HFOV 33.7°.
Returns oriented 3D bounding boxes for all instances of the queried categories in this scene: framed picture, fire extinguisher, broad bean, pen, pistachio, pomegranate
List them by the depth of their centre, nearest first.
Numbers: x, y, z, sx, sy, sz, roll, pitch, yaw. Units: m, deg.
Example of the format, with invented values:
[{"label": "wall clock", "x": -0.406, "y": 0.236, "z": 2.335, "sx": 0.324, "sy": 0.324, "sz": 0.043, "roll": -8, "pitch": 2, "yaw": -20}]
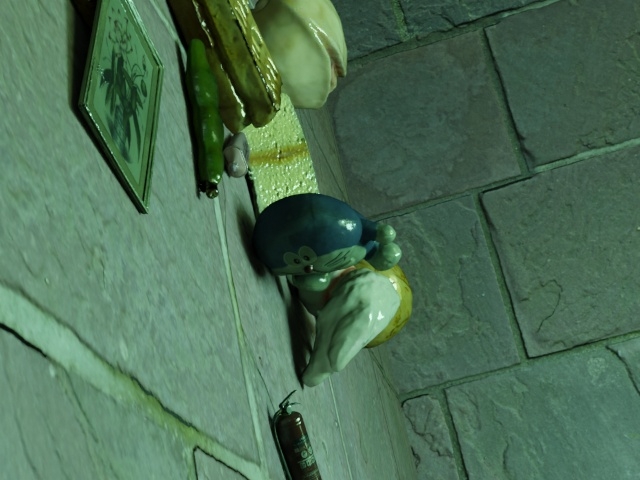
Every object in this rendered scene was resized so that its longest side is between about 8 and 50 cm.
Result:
[{"label": "framed picture", "x": -0.208, "y": -0.167, "z": 1.129, "sx": 0.173, "sy": 0.010, "sz": 0.231, "roll": 68, "pitch": 16, "yaw": -51}, {"label": "fire extinguisher", "x": -0.033, "y": 0.295, "z": 1.483, "sx": 0.064, "sy": 0.043, "sz": 0.158, "roll": -24, "pitch": 101, "yaw": -40}, {"label": "broad bean", "x": -0.163, "y": -0.172, "z": 1.512, "sx": 0.060, "sy": 0.043, "sz": 0.297, "roll": 47, "pitch": 27, "yaw": -54}, {"label": "pen", "x": -0.134, "y": -0.138, "z": 1.710, "sx": 0.197, "sy": 0.032, "sz": 0.053, "roll": -90, "pitch": 163, "yaw": -72}, {"label": "pistachio", "x": -0.050, "y": -0.391, "z": 2.115, "sx": 0.309, "sy": 0.230, "sz": 0.229, "roll": 61, "pitch": 14, "yaw": -59}, {"label": "pomegranate", "x": 0.080, "y": 0.118, "z": 2.223, "sx": 0.215, "sy": 0.215, "sz": 0.215, "roll": -16, "pitch": 90, "yaw": -83}]

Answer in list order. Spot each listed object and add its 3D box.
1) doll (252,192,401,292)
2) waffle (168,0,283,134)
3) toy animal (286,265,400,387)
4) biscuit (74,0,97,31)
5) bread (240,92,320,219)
[{"label": "doll", "x": 0.000, "y": 0.000, "z": 1.734, "sx": 0.258, "sy": 0.228, "sz": 0.154, "roll": 1, "pitch": 75, "yaw": -70}, {"label": "waffle", "x": -0.163, "y": -0.350, "z": 1.687, "sx": 0.224, "sy": 0.098, "sz": 0.327, "roll": -96, "pitch": 163, "yaw": -65}, {"label": "toy animal", "x": 0.017, "y": 0.122, "z": 1.899, "sx": 0.308, "sy": 0.266, "sz": 0.188, "roll": -35, "pitch": 97, "yaw": -39}, {"label": "biscuit", "x": -0.250, "y": -0.302, "z": 1.165, "sx": 0.188, "sy": 0.027, "sz": 0.187, "roll": -15, "pitch": 90, "yaw": -84}, {"label": "bread", "x": -0.109, "y": -0.126, "z": 1.919, "sx": 0.178, "sy": 0.135, "sz": 0.240, "roll": -34, "pitch": -110, "yaw": 62}]
